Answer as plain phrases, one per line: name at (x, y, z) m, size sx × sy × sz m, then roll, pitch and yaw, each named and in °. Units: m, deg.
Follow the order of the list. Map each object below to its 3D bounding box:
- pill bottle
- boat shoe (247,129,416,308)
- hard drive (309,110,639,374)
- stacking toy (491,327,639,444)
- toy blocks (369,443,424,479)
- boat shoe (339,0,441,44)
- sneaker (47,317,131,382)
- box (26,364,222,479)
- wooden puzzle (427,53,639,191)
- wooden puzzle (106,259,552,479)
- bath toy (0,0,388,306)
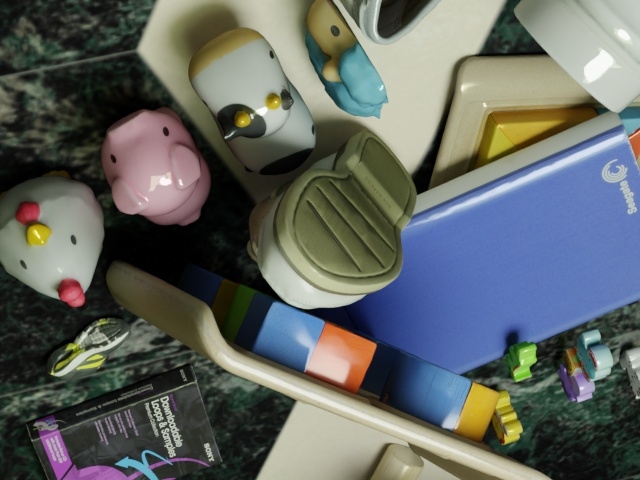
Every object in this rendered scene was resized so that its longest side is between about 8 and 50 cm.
pill bottle at (0.305, -0.251, 1.475) m, size 0.301 × 0.169 × 0.169 m, roll -45°, pitch 129°, yaw 15°
boat shoe at (0.000, 0.000, 1.478) m, size 0.103 × 0.302 × 0.113 m, roll -37°, pitch 93°, yaw 20°
hard drive at (0.152, 0.025, 1.666) m, size 0.319 × 0.040 × 0.210 m, roll -24°, pitch 132°, yaw 6°
stacking toy at (0.257, 0.127, 1.773) m, size 0.167 × 0.052 × 0.221 m, roll -18°, pitch 159°, yaw -9°
toy blocks at (0.130, 0.411, 1.790) m, size 0.288 × 0.309 × 0.260 m, roll 24°, pitch 110°, yaw -13°
boat shoe at (0.126, -0.292, 1.411) m, size 0.118 × 0.103 × 0.320 m, roll 31°, pitch 110°, yaw -37°
sneaker at (-0.204, 0.098, 1.634) m, size 0.083 × 0.031 × 0.035 m, roll -29°, pitch 145°, yaw 6°
box at (-0.181, 0.190, 1.712) m, size 0.162 × 0.029 × 0.116 m, roll -21°, pitch 131°, yaw -8°
wooden puzzle at (0.206, -0.058, 1.667) m, size 0.221 × 0.044 × 0.238 m, roll -4°, pitch 127°, yaw -20°
wooden puzzle at (0.011, 0.103, 1.515) m, size 0.348 × 0.322 × 0.080 m, roll 28°, pitch 86°, yaw -20°
bath toy at (-0.113, -0.063, 1.476) m, size 0.348 × 0.129 × 0.151 m, roll -31°, pitch 132°, yaw 4°
